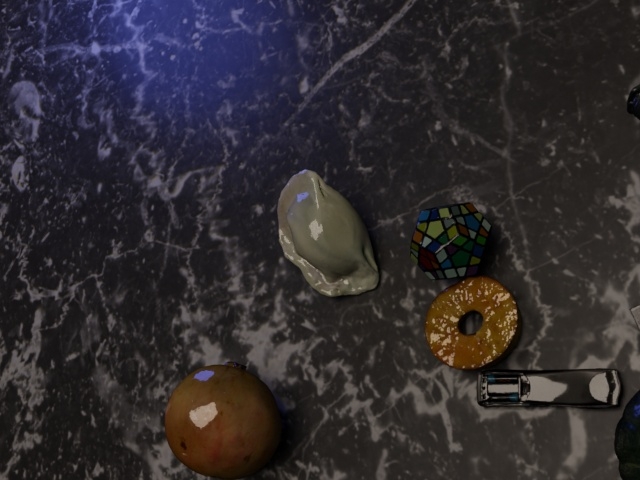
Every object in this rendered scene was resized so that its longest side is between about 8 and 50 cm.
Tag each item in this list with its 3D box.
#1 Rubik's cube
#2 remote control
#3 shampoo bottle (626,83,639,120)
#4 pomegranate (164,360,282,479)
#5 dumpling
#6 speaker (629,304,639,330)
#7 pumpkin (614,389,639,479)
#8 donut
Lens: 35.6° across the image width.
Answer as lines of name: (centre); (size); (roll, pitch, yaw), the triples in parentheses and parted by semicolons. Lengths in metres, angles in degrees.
Rubik's cube: (0.200, 0.001, 1.529); (0.112, 0.133, 0.133); (-47, 51, 45)
remote control: (0.326, 0.213, 1.433); (0.212, 0.028, 0.059); (-6, 70, 29)
shampoo bottle: (0.531, -0.122, 1.382); (0.101, 0.101, 0.284); (-45, 57, 10)
pomegranate: (-0.155, 0.289, 1.600); (0.191, 0.191, 0.191); (-10, 68, 28)
dumpling: (0.000, 0.000, 1.649); (0.151, 0.124, 0.229); (-35, 83, 32)
speaker: (0.531, 0.076, 1.328); (0.218, 0.082, 0.044); (-27, 61, 19)
pumpkin: (0.478, 0.264, 1.250); (0.211, 0.152, 0.212); (1, 96, 9)
donut: (0.235, 0.129, 1.498); (0.151, 0.058, 0.152); (-11, 68, 28)
